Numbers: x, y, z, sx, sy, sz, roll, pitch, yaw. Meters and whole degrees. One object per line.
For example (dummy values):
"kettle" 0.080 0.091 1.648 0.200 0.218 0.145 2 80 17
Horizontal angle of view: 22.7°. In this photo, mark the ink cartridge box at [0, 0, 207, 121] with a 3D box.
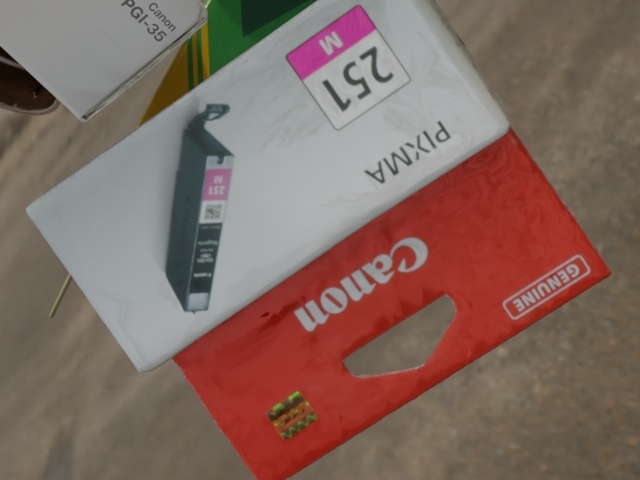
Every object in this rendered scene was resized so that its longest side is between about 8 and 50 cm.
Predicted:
"ink cartridge box" -0.203 -0.237 1.082 0.117 0.207 0.283 -39 32 9

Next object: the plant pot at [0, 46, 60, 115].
"plant pot" -0.259 -0.222 1.369 0.167 0.167 0.165 -23 36 62

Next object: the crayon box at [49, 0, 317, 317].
"crayon box" -0.101 -0.083 1.260 0.318 0.081 0.202 -65 6 -25

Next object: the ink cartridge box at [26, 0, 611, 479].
"ink cartridge box" 0.000 0.000 0.968 0.275 0.239 0.060 -34 4 13
